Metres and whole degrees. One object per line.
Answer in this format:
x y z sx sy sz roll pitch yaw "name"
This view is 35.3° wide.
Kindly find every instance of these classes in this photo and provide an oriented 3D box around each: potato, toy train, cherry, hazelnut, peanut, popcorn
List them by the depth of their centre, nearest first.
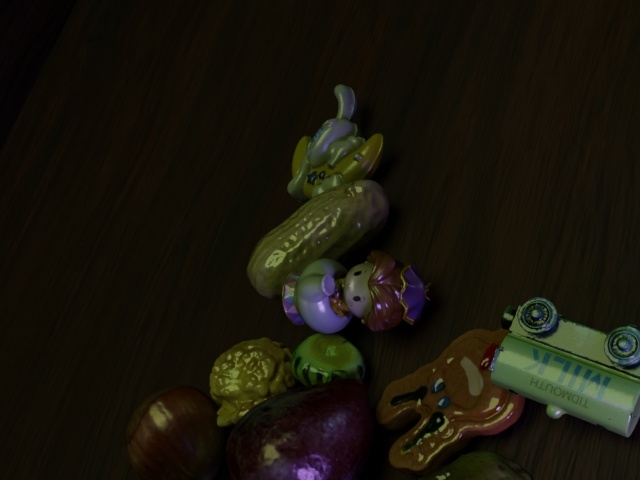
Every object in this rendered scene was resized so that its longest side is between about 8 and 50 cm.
0.362 0.183 1.446 0.253 0.105 0.157 20 78 29 "toy train"
0.178 0.405 1.481 0.272 0.111 0.160 -40 42 15 "potato"
-0.029 0.340 1.647 0.300 0.203 0.230 -38 1 -16 "cherry"
-0.120 0.266 1.839 0.180 0.180 0.170 28 125 51 "popcorn"
-0.267 0.378 1.889 0.214 0.176 0.214 8 102 41 "hazelnut"
0.000 0.000 1.934 0.313 0.152 0.152 -41 40 3 "peanut"

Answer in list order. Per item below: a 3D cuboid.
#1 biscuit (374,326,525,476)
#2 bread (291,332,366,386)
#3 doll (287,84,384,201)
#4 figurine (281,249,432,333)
0.231 0.234 1.591 0.334 0.047 0.202 -34 36 15 "biscuit"
0.016 0.222 1.786 0.139 0.130 0.071 22 122 32 "bread"
0.026 -0.180 2.078 0.252 0.111 0.237 -54 37 11 "doll"
0.068 0.093 1.775 0.263 0.189 0.142 -7 76 32 "figurine"
